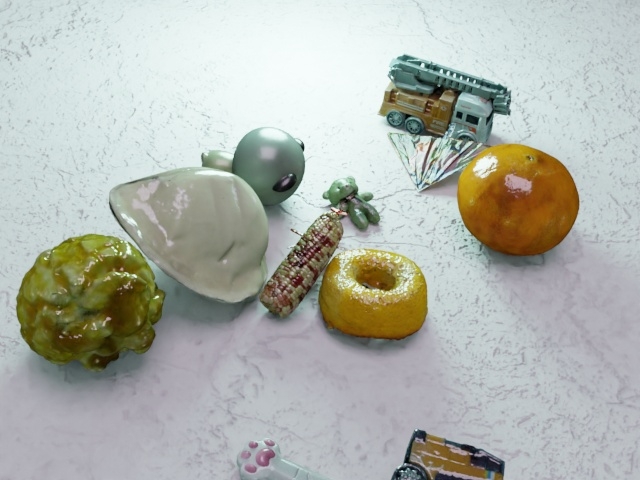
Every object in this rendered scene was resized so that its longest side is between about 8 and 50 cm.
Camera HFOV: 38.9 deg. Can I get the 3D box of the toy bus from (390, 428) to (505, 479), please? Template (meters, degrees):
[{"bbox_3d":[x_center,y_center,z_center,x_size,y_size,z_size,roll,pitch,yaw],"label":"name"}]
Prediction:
[{"bbox_3d":[0.187,0.489,1.470,0.194,0.162,0.323,14,45,7],"label":"toy bus"}]

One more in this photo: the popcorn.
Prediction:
[{"bbox_3d":[-0.440,0.121,1.715,0.282,0.282,0.247,-10,48,-18],"label":"popcorn"}]

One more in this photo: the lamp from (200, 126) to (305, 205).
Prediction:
[{"bbox_3d":[-0.155,-0.169,2.129,0.244,0.198,0.198,-8,40,17],"label":"lamp"}]

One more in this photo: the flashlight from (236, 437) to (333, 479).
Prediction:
[{"bbox_3d":[-0.054,0.414,1.596,0.200,0.047,0.093,24,45,18],"label":"flashlight"}]

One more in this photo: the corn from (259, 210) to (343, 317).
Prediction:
[{"bbox_3d":[-0.032,0.047,1.906,0.086,0.086,0.253,30,74,23],"label":"corn"}]

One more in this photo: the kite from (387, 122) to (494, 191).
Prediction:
[{"bbox_3d":[0.286,-0.211,2.303,0.321,0.016,0.234,11,60,31],"label":"kite"}]

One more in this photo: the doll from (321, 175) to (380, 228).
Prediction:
[{"bbox_3d":[0.081,-0.094,2.151,0.115,0.077,0.150,-33,66,-22],"label":"doll"}]

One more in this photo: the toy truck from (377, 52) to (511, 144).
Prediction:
[{"bbox_3d":[0.334,-0.369,2.393,0.338,0.184,0.133,19,45,13],"label":"toy truck"}]

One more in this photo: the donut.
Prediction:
[{"bbox_3d":[0.111,0.111,1.909,0.253,0.118,0.253,3,28,-2],"label":"donut"}]

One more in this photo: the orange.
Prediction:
[{"bbox_3d":[0.454,-0.098,2.093,0.284,0.226,0.284,9,39,-7],"label":"orange"}]

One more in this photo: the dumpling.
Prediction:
[{"bbox_3d":[-0.244,-0.009,1.877,0.395,0.233,0.315,17,36,-43],"label":"dumpling"}]

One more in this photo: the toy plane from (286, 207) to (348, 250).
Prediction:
[{"bbox_3d":[-0.008,-0.002,2.033,0.126,0.077,0.194,8,41,-1],"label":"toy plane"}]
